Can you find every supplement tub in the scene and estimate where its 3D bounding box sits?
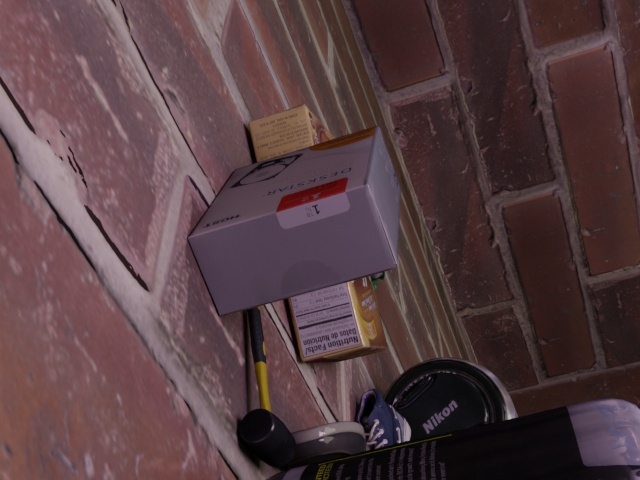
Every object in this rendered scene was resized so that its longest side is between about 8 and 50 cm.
[{"bbox_3d":[0.080,0.242,0.607,0.207,0.338,0.207,-15,90,-78],"label":"supplement tub"}]

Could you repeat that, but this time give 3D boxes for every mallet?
[{"bbox_3d":[-0.056,0.136,0.875,0.189,0.039,0.062,-98,165,-48],"label":"mallet"}]

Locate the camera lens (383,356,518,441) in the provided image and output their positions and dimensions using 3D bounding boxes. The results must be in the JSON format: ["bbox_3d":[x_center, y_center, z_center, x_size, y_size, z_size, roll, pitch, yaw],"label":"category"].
[{"bbox_3d":[0.224,0.332,1.449,0.274,0.220,0.219,57,21,-56],"label":"camera lens"}]

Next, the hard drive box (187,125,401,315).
[{"bbox_3d":[-0.014,-0.028,0.915,0.232,0.181,0.089,-76,148,-68],"label":"hard drive box"}]

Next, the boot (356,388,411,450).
[{"bbox_3d":[0.081,0.298,1.253,0.086,0.069,0.190,51,19,-18],"label":"boot"}]

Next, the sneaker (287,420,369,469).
[{"bbox_3d":[0.021,0.266,0.931,0.222,0.083,0.118,54,24,-62],"label":"sneaker"}]

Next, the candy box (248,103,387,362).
[{"bbox_3d":[0.000,0.000,1.167,0.183,0.088,0.316,29,46,-74],"label":"candy box"}]

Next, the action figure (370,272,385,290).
[{"bbox_3d":[0.046,-0.002,1.367,0.137,0.063,0.232,21,-33,46],"label":"action figure"}]
